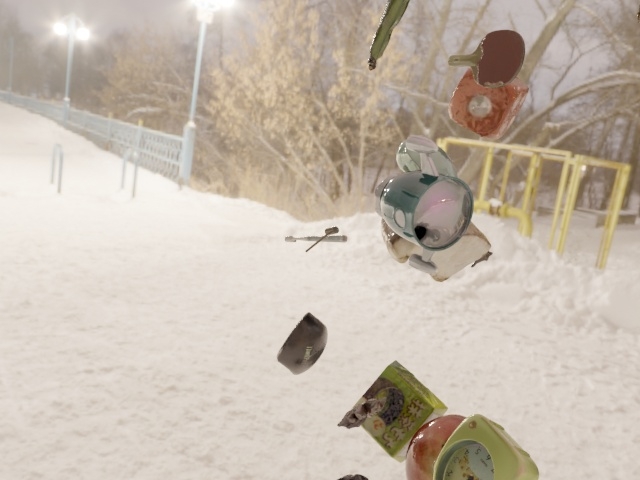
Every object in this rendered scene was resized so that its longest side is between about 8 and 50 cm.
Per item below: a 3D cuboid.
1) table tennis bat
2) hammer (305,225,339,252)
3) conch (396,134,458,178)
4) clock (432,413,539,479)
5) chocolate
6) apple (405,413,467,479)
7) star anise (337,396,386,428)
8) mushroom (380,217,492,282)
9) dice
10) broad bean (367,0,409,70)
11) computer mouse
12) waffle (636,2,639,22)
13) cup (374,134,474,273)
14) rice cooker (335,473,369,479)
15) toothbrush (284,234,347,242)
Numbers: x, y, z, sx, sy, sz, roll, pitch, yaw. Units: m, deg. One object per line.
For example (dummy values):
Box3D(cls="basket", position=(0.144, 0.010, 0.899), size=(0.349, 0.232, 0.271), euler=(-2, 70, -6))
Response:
Box3D(cls="table tennis bat", position=(0.388, -0.427, 1.375), size=(0.022, 0.131, 0.234), euler=(2, 12, -30))
Box3D(cls="hammer", position=(0.000, 0.000, 1.419), size=(0.035, 0.019, 0.110), euler=(-12, 23, 51))
Box3D(cls="conch", position=(0.284, -0.178, 1.508), size=(0.185, 0.121, 0.221), euler=(4, 48, -57))
Box3D(cls="clock", position=(0.394, 0.626, 1.508), size=(0.096, 0.308, 0.235), euler=(34, 7, -29))
Box3D(cls="chocolate", position=(0.298, 0.679, 2.321), size=(0.289, 0.301, 0.137), euler=(41, 5, 27))
Box3D(cls="apple", position=(0.455, 0.787, 2.031), size=(0.349, 0.348, 0.277), euler=(5, 25, -21))
Box3D(cls="star anise", position=(0.155, 0.585, 1.989), size=(0.182, 0.195, 0.065), euler=(-16, 63, -39))
Box3D(cls="mushroom", position=(0.299, -0.052, 1.721), size=(0.397, 0.224, 0.313), euler=(17, 38, -58))
Box3D(cls="dice", position=(0.502, -0.418, 1.730), size=(0.175, 0.174, 0.179), euler=(35, 36, 22))
Box3D(cls="broad bean", position=(0.163, -0.494, 1.214), size=(0.043, 0.297, 0.060), euler=(12, 45, -20))
Box3D(cls="computer mouse", position=(-0.041, 0.309, 1.685), size=(0.100, 0.170, 0.269), euler=(35, -11, 11))
Box3D(cls="waffle", position=(0.639, -0.514, 1.138), size=(0.097, 0.152, 0.023), euler=(-26, -13, 23))
Box3D(cls="cup", position=(0.205, -0.075, 1.240), size=(0.167, 0.299, 0.173), euler=(-16, 25, -28))
Box3D(cls="rice cooker", position=(0.063, 0.723, 1.588), size=(0.142, 0.203, 0.118), euler=(41, 15, -50))
Box3D(cls="toothbrush", position=(-0.021, -0.004, 1.986), size=(0.030, 0.025, 0.342), euler=(13, -8, -35))
